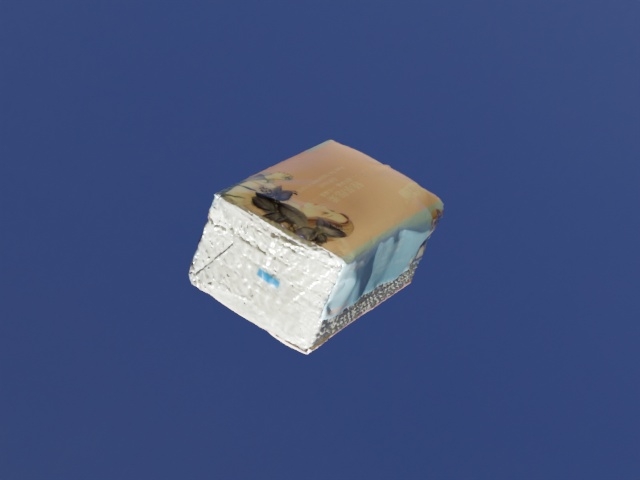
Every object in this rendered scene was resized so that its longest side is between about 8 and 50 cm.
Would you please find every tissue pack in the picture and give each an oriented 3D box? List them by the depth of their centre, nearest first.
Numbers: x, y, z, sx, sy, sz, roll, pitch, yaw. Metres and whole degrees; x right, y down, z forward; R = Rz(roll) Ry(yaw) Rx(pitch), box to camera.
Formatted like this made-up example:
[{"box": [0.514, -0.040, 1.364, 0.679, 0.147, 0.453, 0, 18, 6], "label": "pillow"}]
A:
[{"box": [0.000, 0.000, 0.801, 0.074, 0.059, 0.094, 29, -148, 20], "label": "tissue pack"}]
